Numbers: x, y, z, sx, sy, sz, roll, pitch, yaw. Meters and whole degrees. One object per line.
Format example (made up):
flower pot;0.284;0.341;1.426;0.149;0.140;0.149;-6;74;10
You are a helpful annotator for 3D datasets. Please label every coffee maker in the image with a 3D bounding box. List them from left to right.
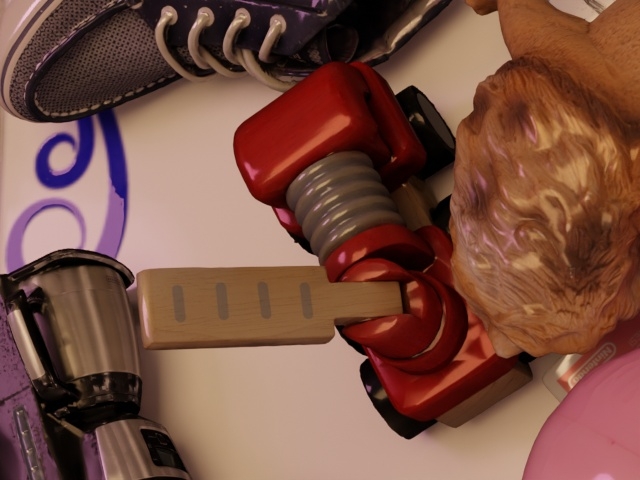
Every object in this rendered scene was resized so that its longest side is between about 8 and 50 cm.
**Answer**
coffee maker;-0.177;0.121;1.192;0.171;0.120;0.178;-39;59;38

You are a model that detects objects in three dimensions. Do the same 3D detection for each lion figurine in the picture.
lion figurine;0.218;-0.112;0.986;0.392;0.142;0.240;-39;33;15

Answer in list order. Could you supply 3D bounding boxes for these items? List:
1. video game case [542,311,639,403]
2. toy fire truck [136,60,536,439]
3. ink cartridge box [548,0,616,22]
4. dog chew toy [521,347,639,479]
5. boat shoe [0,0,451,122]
video game case;0.286;0.109;1.005;0.204;0.025;0.285;-45;62;9
toy fire truck;0.000;0.000;1.047;0.158;0.246;0.217;-34;64;14
ink cartridge box;0.173;-0.157;1.129;0.083;0.028;0.048;-36;64;13
dog chew toy;0.247;0.079;0.910;0.206;0.206;0.332;32;84;29
boat shoe;-0.064;-0.149;1.185;0.340;0.127;0.158;-36;56;13
